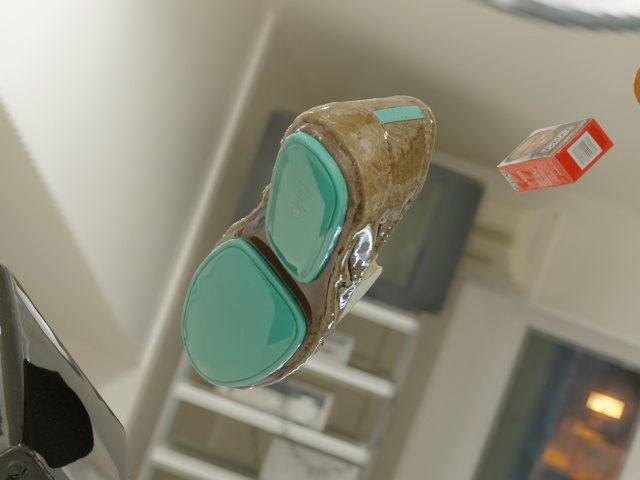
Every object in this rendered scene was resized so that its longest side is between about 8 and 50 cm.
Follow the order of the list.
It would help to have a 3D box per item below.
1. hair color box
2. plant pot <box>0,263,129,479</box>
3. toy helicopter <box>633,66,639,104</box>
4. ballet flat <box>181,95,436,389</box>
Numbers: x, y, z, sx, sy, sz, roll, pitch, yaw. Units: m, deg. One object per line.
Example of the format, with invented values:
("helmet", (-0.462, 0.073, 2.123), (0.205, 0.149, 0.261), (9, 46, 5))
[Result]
("hair color box", (0.266, -0.096, 2.225), (0.043, 0.072, 0.141), (51, -19, -11))
("plant pot", (-0.235, 0.164, 1.323), (0.187, 0.188, 0.167), (60, -2, -34))
("toy helicopter", (0.303, -0.112, 1.453), (0.140, 0.355, 0.235), (-6, -11, 0))
("ballet flat", (0.000, 0.000, 1.398), (0.116, 0.124, 0.342), (53, -32, 17))
